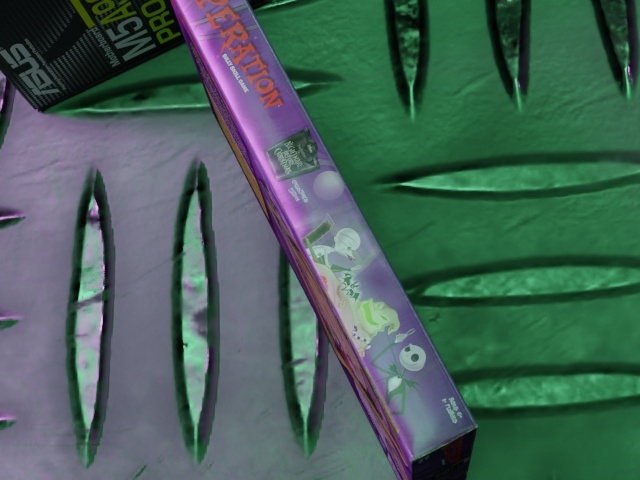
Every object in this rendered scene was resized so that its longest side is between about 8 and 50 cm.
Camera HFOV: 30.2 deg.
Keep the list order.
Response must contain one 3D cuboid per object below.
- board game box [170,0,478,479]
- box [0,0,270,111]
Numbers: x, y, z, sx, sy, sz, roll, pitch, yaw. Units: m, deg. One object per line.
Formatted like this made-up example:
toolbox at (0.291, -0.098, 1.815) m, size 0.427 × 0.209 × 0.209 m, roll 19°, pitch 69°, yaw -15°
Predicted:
board game box at (0.000, 0.000, 0.783) m, size 0.056 × 0.208 × 0.347 m, roll -27°, pitch 70°, yaw -1°
box at (-0.165, -0.216, 0.847) m, size 0.216 × 0.270 × 0.060 m, roll -26°, pitch 69°, yaw -1°
